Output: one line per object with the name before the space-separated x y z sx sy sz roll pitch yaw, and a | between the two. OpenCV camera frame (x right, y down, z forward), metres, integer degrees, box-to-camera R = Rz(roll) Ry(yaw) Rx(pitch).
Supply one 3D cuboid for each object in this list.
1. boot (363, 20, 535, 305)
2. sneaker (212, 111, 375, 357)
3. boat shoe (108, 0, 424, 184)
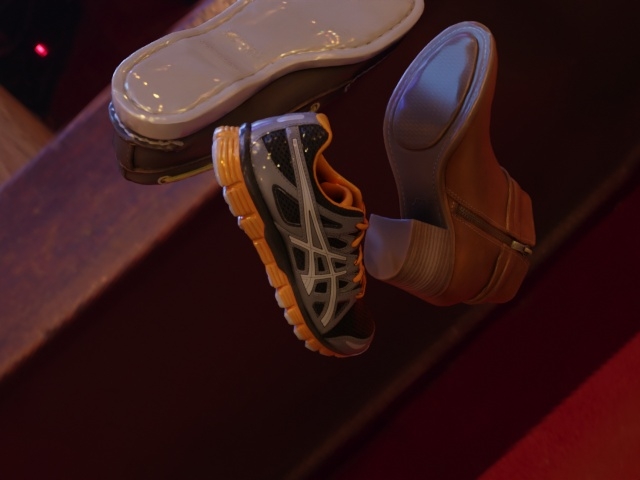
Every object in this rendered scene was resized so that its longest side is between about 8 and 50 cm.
boot | 0.167 -0.067 1.367 0.109 0.220 0.283 12 89 43
sneaker | 0.000 0.000 0.932 0.083 0.215 0.084 -21 37 9
boat shoe | -0.044 -0.147 1.147 0.324 0.097 0.116 -31 63 -32
